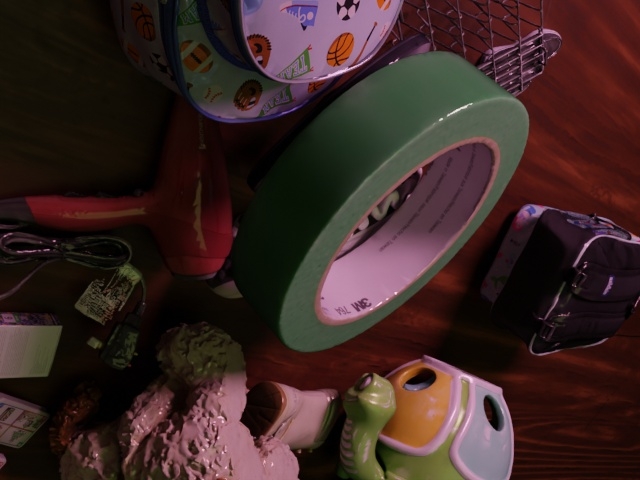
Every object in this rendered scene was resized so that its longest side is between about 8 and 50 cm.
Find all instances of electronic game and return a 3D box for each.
[{"bbox_3d":[0.018,-0.125,0.709,0.229,0.229,0.048,-40,91,-12],"label":"electronic game"}]

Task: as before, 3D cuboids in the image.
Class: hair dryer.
[{"bbox_3d":[-0.184,-0.023,0.676,0.223,0.080,0.293,42,80,-37],"label":"hair dryer"}]

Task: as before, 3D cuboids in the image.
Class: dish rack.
[{"bbox_3d":[0.161,-0.256,0.797,0.208,0.074,0.271,-28,136,-6],"label":"dish rack"}]

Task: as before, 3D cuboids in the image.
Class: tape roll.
[{"bbox_3d":[0.064,-0.028,0.694,0.321,0.077,0.321,-34,153,-20],"label":"tape roll"}]

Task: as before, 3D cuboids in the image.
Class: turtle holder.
[{"bbox_3d":[0.145,0.291,1.068,0.320,0.243,0.227,25,87,-14],"label":"turtle holder"}]

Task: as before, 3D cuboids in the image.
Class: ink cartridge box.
[{"bbox_3d":[-0.320,0.102,0.690,0.115,0.029,0.063,7,112,-40],"label":"ink cartridge box"}]

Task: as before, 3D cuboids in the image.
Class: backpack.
[{"bbox_3d":[-0.048,-0.232,0.579,0.276,0.213,0.263,-19,138,-33],"label":"backpack"},{"bbox_3d":[0.400,0.061,1.125,0.253,0.191,0.225,6,116,-33],"label":"backpack"}]

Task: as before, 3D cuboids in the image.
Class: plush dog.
[{"bbox_3d":[-0.177,0.251,0.770,0.225,0.210,0.262,-17,111,20],"label":"plush dog"}]

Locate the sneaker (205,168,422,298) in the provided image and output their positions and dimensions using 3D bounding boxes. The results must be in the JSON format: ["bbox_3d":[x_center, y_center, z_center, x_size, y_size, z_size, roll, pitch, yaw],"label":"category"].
[{"bbox_3d":[0.000,0.000,0.834,0.292,0.110,0.118,-28,140,-22],"label":"sneaker"}]

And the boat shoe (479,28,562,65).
[{"bbox_3d":[0.275,-0.243,0.936,0.142,0.040,0.049,-24,130,-25],"label":"boat shoe"}]

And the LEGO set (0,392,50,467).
[{"bbox_3d":[-0.412,0.195,0.676,0.182,0.060,0.244,-47,147,-4],"label":"LEGO set"}]

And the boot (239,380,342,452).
[{"bbox_3d":[-0.077,0.277,0.963,0.213,0.077,0.165,-49,148,15],"label":"boot"}]

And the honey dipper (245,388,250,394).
[{"bbox_3d":[-0.126,0.181,0.896,0.030,0.030,0.160,-51,137,0],"label":"honey dipper"}]
